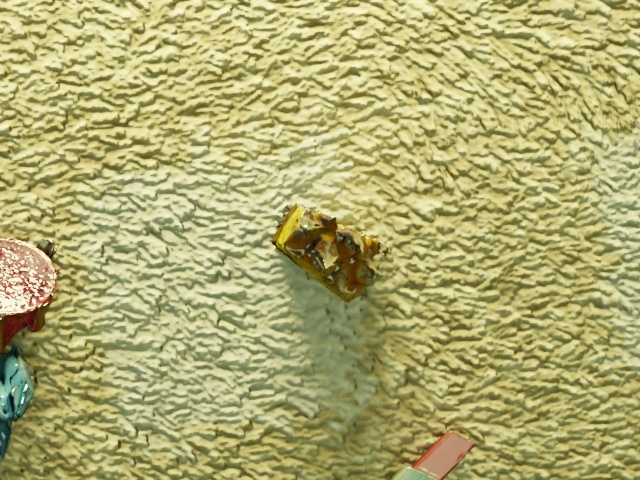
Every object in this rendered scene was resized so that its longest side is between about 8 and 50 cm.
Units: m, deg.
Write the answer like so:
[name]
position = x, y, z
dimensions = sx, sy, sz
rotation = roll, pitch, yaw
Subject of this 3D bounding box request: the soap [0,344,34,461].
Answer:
[soap]
position = -0.392, 0.183, 1.428
dimensions = 0.293, 0.156, 0.077
rotation = -22, 107, -5

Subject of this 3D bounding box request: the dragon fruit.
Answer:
[dragon fruit]
position = -0.300, 0.051, 1.474
dimensions = 0.112, 0.126, 0.068
rotation = 14, 131, -10

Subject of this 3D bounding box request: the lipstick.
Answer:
[lipstick]
position = 0.029, 0.297, 1.532
dimensions = 0.051, 0.051, 0.312
rotation = 44, 85, -5

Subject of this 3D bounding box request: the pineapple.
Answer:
[pineapple]
position = 0.000, 0.000, 1.501
dimensions = 0.116, 0.137, 0.069
rotation = 30, 84, 36
